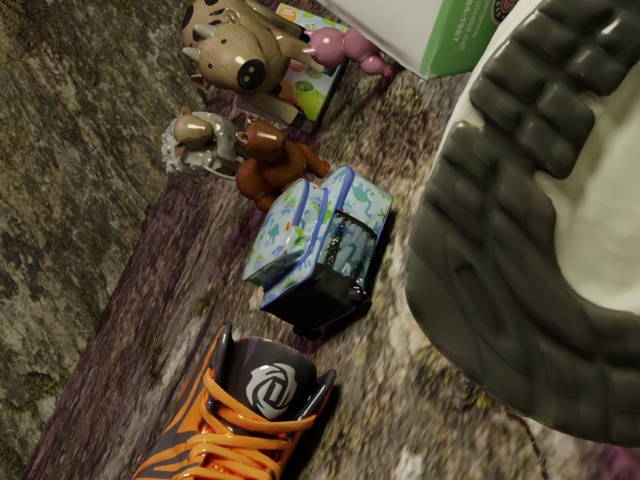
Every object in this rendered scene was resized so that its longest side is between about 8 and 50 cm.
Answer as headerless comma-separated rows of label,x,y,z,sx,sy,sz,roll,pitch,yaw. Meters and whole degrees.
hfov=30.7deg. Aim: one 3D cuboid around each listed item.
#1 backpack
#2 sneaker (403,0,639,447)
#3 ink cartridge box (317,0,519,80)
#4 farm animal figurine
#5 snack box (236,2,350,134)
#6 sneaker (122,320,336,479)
backpack,0.000,0.000,0.878,0.105,0.084,0.114,-37,24,56
sneaker,0.166,-0.130,0.418,0.410,0.158,0.182,-55,0,7
ink cartridge box,0.107,-0.164,0.480,0.212,0.093,0.154,-16,-44,-40
farm animal figurine,-0.057,-0.207,1.186,0.327,0.172,0.330,21,87,61
snack box,-0.029,-0.206,1.392,0.037,0.100,0.141,104,-171,-64
sneaker,-0.068,0.148,0.727,0.180,0.125,0.321,-61,13,5
